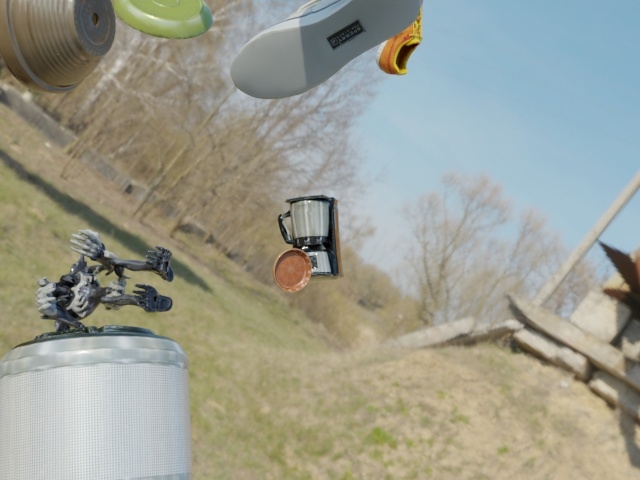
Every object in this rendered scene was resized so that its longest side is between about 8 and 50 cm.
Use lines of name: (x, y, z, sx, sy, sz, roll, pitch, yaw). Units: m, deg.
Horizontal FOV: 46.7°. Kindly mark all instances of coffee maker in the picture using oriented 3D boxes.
coffee maker: (0.000, 0.000, 1.620, 0.120, 0.178, 0.171, -10, -9, 41)

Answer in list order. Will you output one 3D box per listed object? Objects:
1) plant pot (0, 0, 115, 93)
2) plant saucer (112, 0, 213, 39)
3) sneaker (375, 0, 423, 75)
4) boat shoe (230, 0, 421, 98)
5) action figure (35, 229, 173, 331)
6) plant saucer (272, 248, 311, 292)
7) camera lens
plant pot: (-0.410, -0.358, 1.204, 0.110, 0.237, 0.237, 3, -14, 17)
plant saucer: (-0.378, -0.570, 1.800, 0.241, 0.241, 0.037, 37, -44, 17)
sneaker: (0.151, -0.363, 1.251, 0.067, 0.175, 0.064, 30, 26, 36)
boat shoe: (0.004, -0.277, 0.983, 0.096, 0.268, 0.088, 54, 19, -26)
action figure: (-0.366, 0.066, 1.174, 0.276, 0.164, 0.141, -9, -37, 27)
plant saucer: (-0.055, 0.056, 1.404, 0.083, 0.083, 0.013, 39, -16, -31)
camera lens: (-0.260, 0.247, 0.863, 0.220, 0.274, 0.219, -5, -17, -2)
